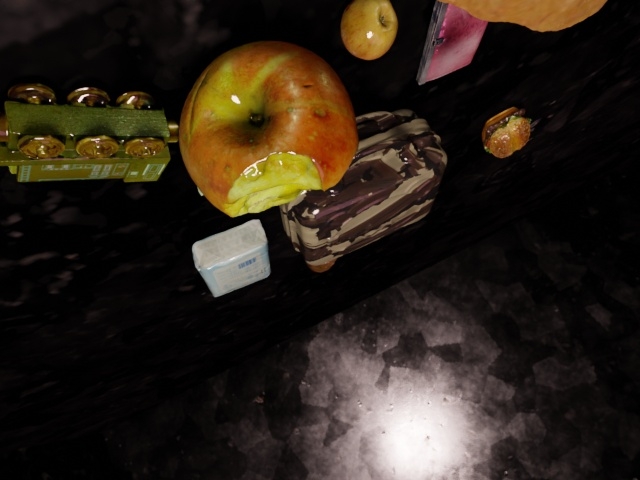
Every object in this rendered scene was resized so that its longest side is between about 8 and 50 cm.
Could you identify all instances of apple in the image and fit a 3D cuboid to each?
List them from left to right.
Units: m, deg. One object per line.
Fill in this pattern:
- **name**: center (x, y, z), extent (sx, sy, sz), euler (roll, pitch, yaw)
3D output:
- **apple**: center (-0.062, -0.140, 0.683), extent (0.246, 0.246, 0.226), euler (-30, 164, 11)
- **apple**: center (0.069, -0.299, 0.686), extent (0.083, 0.084, 0.071), euler (-18, -172, -24)

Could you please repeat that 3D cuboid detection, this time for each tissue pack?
- **tissue pack**: center (-0.220, 0.051, 1.251), extent (0.177, 0.089, 0.263), euler (-22, 164, -11)

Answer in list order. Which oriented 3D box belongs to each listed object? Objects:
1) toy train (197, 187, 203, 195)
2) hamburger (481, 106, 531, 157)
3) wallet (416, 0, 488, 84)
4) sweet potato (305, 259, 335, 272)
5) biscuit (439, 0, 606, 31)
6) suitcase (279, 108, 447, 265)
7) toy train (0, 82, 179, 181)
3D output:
- **toy train**: center (-0.190, -0.108, 0.938), extent (0.053, 0.033, 0.083), euler (-34, 162, 37)
- **hamburger**: center (0.508, -0.287, 1.319), extent (0.137, 0.087, 0.166), euler (-30, 161, 11)
- **wallet**: center (0.236, -0.364, 0.836), extent (0.119, 0.025, 0.232), euler (-25, 163, -6)
- **sweet potato**: center (0.000, 0.000, 1.395), extent (0.109, 0.109, 0.385), euler (-24, 156, -9)
- **biscuit**: center (0.267, -0.397, 0.524), extent (0.384, 0.062, 0.365), euler (10, 149, -27)
- **suitcase**: center (0.079, -0.128, 1.009), extent (0.351, 0.194, 0.339), euler (-25, 156, -9)
- **toy train**: center (-0.303, -0.130, 0.638), extent (0.225, 0.090, 0.137), euler (-7, 164, -36)
